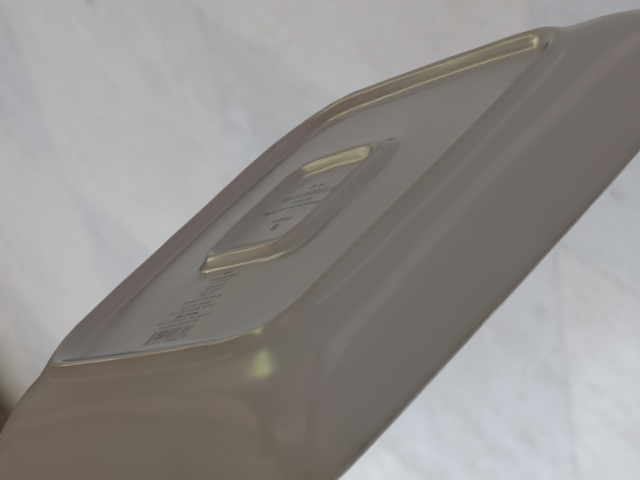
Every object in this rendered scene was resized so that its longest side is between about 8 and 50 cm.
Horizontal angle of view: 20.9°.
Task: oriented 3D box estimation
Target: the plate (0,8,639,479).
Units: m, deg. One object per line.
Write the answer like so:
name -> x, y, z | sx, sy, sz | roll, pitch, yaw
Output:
plate -> 0.000, 0.000, 0.715 | 0.045, 0.278, 0.277 | 54, 149, -15
